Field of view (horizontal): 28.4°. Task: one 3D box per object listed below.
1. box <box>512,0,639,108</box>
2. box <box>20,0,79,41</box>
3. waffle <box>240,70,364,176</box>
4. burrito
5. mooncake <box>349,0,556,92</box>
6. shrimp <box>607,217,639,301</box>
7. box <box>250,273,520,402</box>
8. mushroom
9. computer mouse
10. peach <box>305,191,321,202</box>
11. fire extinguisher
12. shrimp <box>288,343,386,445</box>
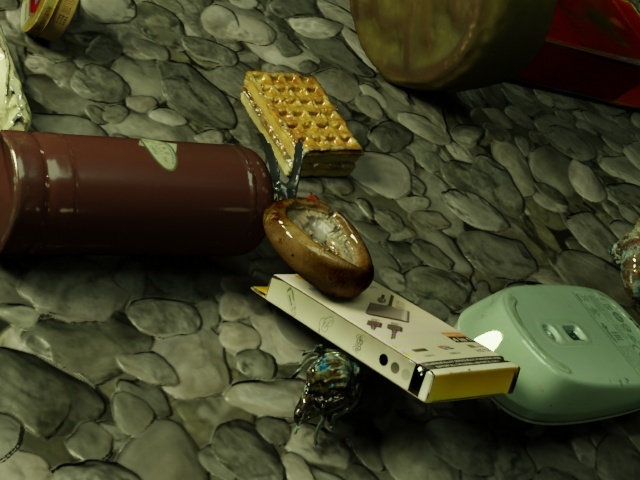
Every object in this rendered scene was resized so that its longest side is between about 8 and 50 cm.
[{"bbox_3d":[0.374,-0.312,1.933,0.313,0.089,0.197,8,40,-28],"label":"box"},{"bbox_3d":[-0.296,-0.273,1.399,0.037,0.105,0.105,16,38,-29],"label":"box"},{"bbox_3d":[-0.025,-0.138,1.482,0.103,0.042,0.148,-4,48,-36],"label":"waffle"},{"bbox_3d":[-0.337,-0.172,1.288,0.058,0.063,0.229,-16,53,-11],"label":"burrito"},{"bbox_3d":[0.163,-0.334,1.651,0.156,0.284,0.284,-7,50,-39],"label":"mooncake"},{"bbox_3d":[0.414,0.006,1.601,0.090,0.079,0.233,0,25,23],"label":"shrimp"},{"bbox_3d":[0.057,0.082,1.199,0.129,0.033,0.247,0,22,-46],"label":"box"},{"bbox_3d":[-0.003,0.007,1.203,0.123,0.052,0.123,32,21,-14],"label":"mushroom"},{"bbox_3d":[0.248,0.126,1.321,0.288,0.097,0.159,4,41,-48],"label":"computer mouse"},{"bbox_3d":[0.000,0.000,1.312,0.098,0.061,0.098,51,-4,5],"label":"peach"},{"bbox_3d":[-0.153,-0.049,1.219,0.337,0.114,0.135,2,76,-35],"label":"fire extinguisher"},{"bbox_3d":[0.020,0.137,1.189,0.076,0.082,0.174,3,9,35],"label":"shrimp"}]
